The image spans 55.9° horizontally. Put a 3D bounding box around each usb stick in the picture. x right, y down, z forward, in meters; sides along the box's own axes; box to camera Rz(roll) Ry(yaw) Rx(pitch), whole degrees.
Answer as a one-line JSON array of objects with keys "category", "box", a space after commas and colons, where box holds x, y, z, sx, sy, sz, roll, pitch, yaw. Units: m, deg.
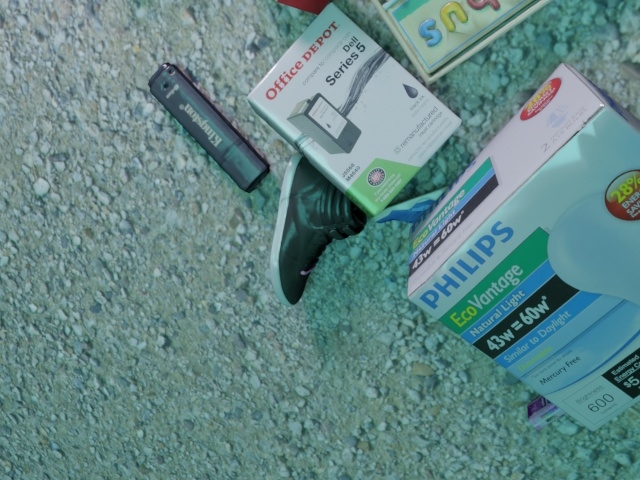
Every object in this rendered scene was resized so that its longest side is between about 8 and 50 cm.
[{"category": "usb stick", "box": [-0.205, -0.207, 1.115, 0.278, 0.045, 0.077, 47, 118, -2]}]

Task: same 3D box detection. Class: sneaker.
[{"category": "sneaker", "box": [0.170, -0.034, 1.044, 0.152, 0.058, 0.085, -18, 95, 18]}, {"category": "sneaker", "box": [0.000, 0.000, 1.089, 0.146, 0.104, 0.296, 15, 110, 19]}]

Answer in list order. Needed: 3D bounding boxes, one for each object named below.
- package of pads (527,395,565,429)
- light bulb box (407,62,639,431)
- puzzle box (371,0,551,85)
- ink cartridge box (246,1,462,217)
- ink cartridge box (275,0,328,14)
[{"category": "package of pads", "box": [0.415, 0.300, 1.093, 0.032, 0.050, 0.083, 40, 118, -5]}, {"category": "light bulb box", "box": [0.372, 0.014, 0.868, 0.361, 0.225, 0.358, 35, 118, -10]}, {"category": "puzzle box", "box": [0.249, -0.447, 0.851, 0.408, 0.052, 0.272, -32, 101, 27]}, {"category": "ink cartridge box", "box": [0.050, -0.198, 0.955, 0.273, 0.115, 0.198, 42, 92, 0]}, {"category": "ink cartridge box", "box": [-0.059, -0.420, 0.906, 0.231, 0.134, 0.078, 46, 118, 14]}]
